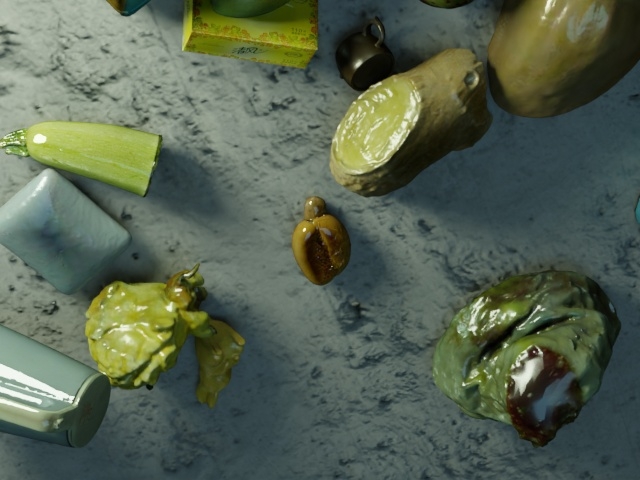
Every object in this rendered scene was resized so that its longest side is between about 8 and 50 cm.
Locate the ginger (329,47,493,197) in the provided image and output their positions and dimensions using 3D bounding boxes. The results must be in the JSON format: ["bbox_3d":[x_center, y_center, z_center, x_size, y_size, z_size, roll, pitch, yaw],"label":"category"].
[{"bbox_3d":[0.140,-0.160,1.876,0.221,0.130,0.276,1,142,-51],"label":"ginger"}]

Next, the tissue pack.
[{"bbox_3d":[-0.094,-0.297,1.748,0.176,0.095,0.062,7,159,-17],"label":"tissue pack"}]

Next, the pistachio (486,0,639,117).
[{"bbox_3d":[0.351,-0.285,1.831,0.213,0.163,0.260,23,120,2],"label":"pistachio"}]

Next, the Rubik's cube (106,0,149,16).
[{"bbox_3d":[-0.210,-0.389,1.654,0.255,0.254,0.254,-6,121,-10],"label":"Rubik's cube"}]

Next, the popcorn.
[{"bbox_3d":[-0.251,0.130,1.932,0.195,0.168,0.173,-16,125,-3],"label":"popcorn"}]

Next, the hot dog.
[{"bbox_3d":[-0.002,0.001,1.982,0.090,0.060,0.140,-25,129,-2],"label":"hot dog"}]

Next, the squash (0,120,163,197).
[{"bbox_3d":[-0.338,-0.121,1.814,0.224,0.094,0.094,9,118,-12],"label":"squash"}]

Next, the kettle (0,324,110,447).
[{"bbox_3d":[-0.442,0.209,1.857,0.243,0.210,0.159,16,92,15],"label":"kettle"}]

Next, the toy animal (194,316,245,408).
[{"bbox_3d":[-0.170,0.199,2.062,0.070,0.083,0.159,-22,139,-32],"label":"toy animal"}]

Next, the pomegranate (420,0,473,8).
[{"bbox_3d":[0.186,-0.381,1.747,0.169,0.148,0.148,-8,122,-7],"label":"pomegranate"}]

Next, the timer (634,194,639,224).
[{"bbox_3d":[0.647,-0.094,2.056,0.250,0.091,0.231,0,120,-18],"label":"timer"}]

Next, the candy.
[{"bbox_3d":[-0.376,-0.012,1.875,0.138,0.071,0.174,-40,122,10],"label":"candy"}]

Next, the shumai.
[{"bbox_3d":[0.366,0.223,2.077,0.304,0.263,0.309,30,110,-24],"label":"shumai"}]

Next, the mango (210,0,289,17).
[{"bbox_3d":[-0.052,-0.390,1.687,0.137,0.091,0.237,20,96,-15],"label":"mango"}]

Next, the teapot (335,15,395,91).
[{"bbox_3d":[0.059,-0.264,1.826,0.076,0.068,0.121,-14,146,-36],"label":"teapot"}]
